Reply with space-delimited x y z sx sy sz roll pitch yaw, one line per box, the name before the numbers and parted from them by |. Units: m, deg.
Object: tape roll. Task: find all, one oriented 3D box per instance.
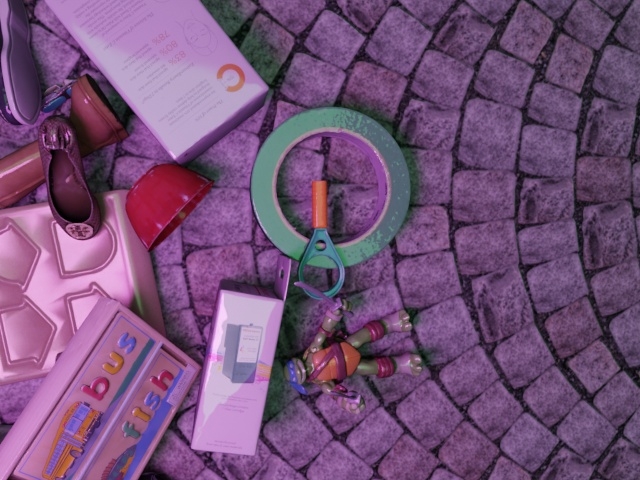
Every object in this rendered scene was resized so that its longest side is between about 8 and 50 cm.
tape roll | 0.018 -0.105 1.211 0.322 0.077 0.320 0 92 -8

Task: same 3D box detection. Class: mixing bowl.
mixing bowl | -0.294 -0.076 1.112 0.098 0.181 0.181 41 86 -5

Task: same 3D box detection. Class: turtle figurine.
turtle figurine | 0.076 0.216 1.150 0.267 0.197 0.274 -9 136 -25

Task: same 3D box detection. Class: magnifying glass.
magnifying glass | 0.000 0.000 1.160 0.092 0.026 0.230 -2 91 -8

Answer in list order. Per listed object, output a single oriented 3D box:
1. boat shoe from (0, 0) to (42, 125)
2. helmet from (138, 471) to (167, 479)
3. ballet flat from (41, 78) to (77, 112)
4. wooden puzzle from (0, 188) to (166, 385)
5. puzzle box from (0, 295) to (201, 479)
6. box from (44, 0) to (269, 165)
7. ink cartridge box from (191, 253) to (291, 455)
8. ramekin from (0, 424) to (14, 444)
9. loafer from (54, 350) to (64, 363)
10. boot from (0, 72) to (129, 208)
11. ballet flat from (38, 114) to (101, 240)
boat shoe | -0.575 -0.329 1.076 0.091 0.114 0.302 -16 67 -1
helmet | -0.328 0.543 1.131 0.170 0.169 0.161 -31 53 -7
ballet flat | -0.490 -0.287 1.148 0.114 0.041 0.041 -30 96 -7
wooden puzzle | -0.496 0.087 1.142 0.348 0.080 0.321 -11 94 -13
puzzle box | -0.389 0.333 1.023 0.408 0.052 0.272 -63 143 -24
box | -0.289 -0.338 1.110 0.215 0.168 0.345 -39 96 -6
ink cartridge box | -0.152 0.191 1.127 0.119 0.207 0.353 11 89 -10
ramekin | -0.605 0.494 1.063 0.304 0.148 0.303 0 82 2
loafer | -0.425 0.286 1.120 0.088 0.094 0.251 3 122 10
boot | -0.483 -0.163 1.056 0.270 0.236 0.089 -32 83 -10
ballet flat | -0.429 -0.092 1.021 0.084 0.058 0.249 -4 130 -14
